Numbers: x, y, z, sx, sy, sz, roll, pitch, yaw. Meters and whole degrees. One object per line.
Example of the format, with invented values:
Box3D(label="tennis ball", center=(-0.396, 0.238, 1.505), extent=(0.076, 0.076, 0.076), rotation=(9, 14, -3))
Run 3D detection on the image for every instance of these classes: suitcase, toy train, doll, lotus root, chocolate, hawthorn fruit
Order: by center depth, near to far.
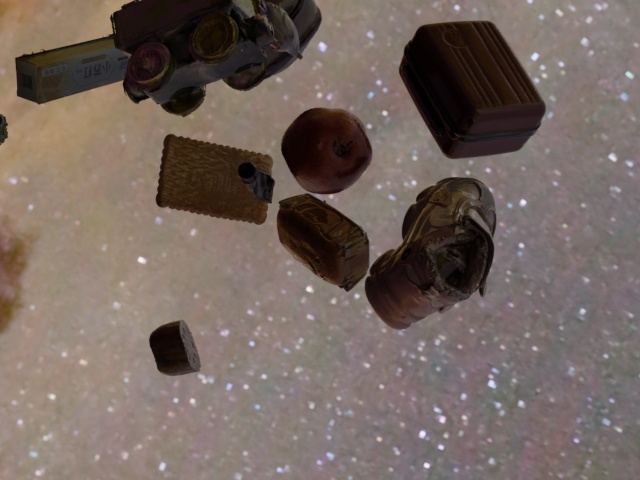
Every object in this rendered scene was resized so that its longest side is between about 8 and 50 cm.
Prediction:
Box3D(label="toy train", center=(-0.196, -0.307, 1.534), extent=(0.260, 0.134, 0.178), rotation=(-18, -110, 16))
Box3D(label="hawthorn fruit", center=(0.017, -0.176, 1.925), extent=(0.189, 0.189, 0.189), rotation=(-40, -146, 35))
Box3D(label="doll", center=(-0.103, -0.454, 2.075), extent=(0.075, 0.227, 0.102), rotation=(-34, -141, 14))
Box3D(label="suitcase", center=(0.318, -0.324, 2.124), extent=(0.297, 0.236, 0.161), rotation=(67, -29, 29))
Box3D(label="lotus root", center=(-0.312, 0.237, 2.165), extent=(0.081, 0.122, 0.112), rotation=(-19, 180, 11))
Box3D(label="chocolate", center=(-0.131, -0.485, 2.258), extent=(0.283, 0.283, 0.186), rotation=(-50, -115, 22))

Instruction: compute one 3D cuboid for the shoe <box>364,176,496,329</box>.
Box3D(label="shoe", center=(0.248, 0.014, 1.829), extent=(0.351, 0.172, 0.198), rotation=(-54, -162, -28))

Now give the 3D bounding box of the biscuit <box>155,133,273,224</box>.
Box3D(label="biscuit", center=(-0.223, -0.127, 2.111), extent=(0.030, 0.249, 0.160), rotation=(-6, -104, 64))

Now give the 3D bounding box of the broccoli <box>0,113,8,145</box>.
Box3D(label="broccoli", center=(-0.725, -0.149, 1.910), extent=(0.288, 0.235, 0.260), rotation=(-40, 154, -42))

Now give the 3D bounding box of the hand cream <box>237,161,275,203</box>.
Box3D(label="hand cream", center=(-0.122, -0.116, 1.929), extent=(0.039, 0.163, 0.062), rotation=(-7, -102, 11))

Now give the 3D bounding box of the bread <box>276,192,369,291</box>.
Box3D(label="bread", center=(0.000, 0.000, 2.161), extent=(0.241, 0.107, 0.136), rotation=(37, -38, 43))

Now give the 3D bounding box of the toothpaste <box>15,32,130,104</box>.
Box3D(label="toothpaste", center=(-0.486, -0.359, 2.050), extent=(0.071, 0.313, 0.089), rotation=(19, -61, 28))
